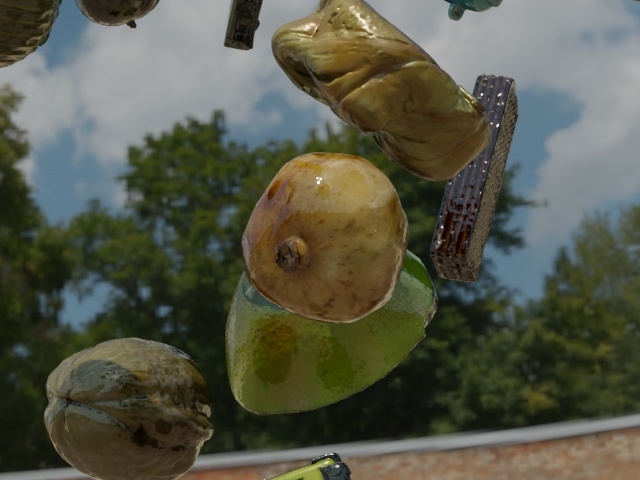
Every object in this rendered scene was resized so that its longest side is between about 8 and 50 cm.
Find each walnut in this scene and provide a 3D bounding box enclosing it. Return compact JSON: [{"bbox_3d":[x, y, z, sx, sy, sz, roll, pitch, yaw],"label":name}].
[{"bbox_3d":[-0.296,0.260,2.068,0.283,0.227,0.283,17,-4,1],"label":"walnut"}]

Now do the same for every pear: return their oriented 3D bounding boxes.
[{"bbox_3d":[-0.014,0.101,2.278,0.399,0.398,0.165,-15,-57,23],"label":"pear"}]

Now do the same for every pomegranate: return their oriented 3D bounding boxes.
[{"bbox_3d":[-0.309,-0.402,2.028,0.149,0.148,0.169,-9,-50,5],"label":"pomegranate"},{"bbox_3d":[0.000,0.000,1.672,0.215,0.215,0.215,-6,-19,-2],"label":"pomegranate"}]

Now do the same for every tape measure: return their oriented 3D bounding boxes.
[{"bbox_3d":[-0.034,0.380,1.905,0.186,0.112,0.199,-21,-27,-3],"label":"tape measure"}]

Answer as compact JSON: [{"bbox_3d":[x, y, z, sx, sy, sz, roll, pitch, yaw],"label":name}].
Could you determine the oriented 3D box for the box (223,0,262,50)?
[{"bbox_3d":[-0.080,-0.398,1.787,0.045,0.210,0.270,10,-31,-7],"label":"box"}]

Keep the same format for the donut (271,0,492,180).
[{"bbox_3d":[0.093,-0.234,2.066,0.170,0.360,0.360,-49,-28,5],"label":"donut"}]

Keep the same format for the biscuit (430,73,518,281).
[{"bbox_3d":[0.279,-0.116,2.415,0.073,0.388,0.107,9,-25,21],"label":"biscuit"}]

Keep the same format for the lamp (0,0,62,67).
[{"bbox_3d":[-0.445,-0.359,1.751,0.250,0.250,0.284,9,-55,-39],"label":"lamp"}]

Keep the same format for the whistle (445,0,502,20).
[{"bbox_3d":[0.230,-0.396,1.692,0.093,0.274,0.186,28,-2,39],"label":"whistle"}]
